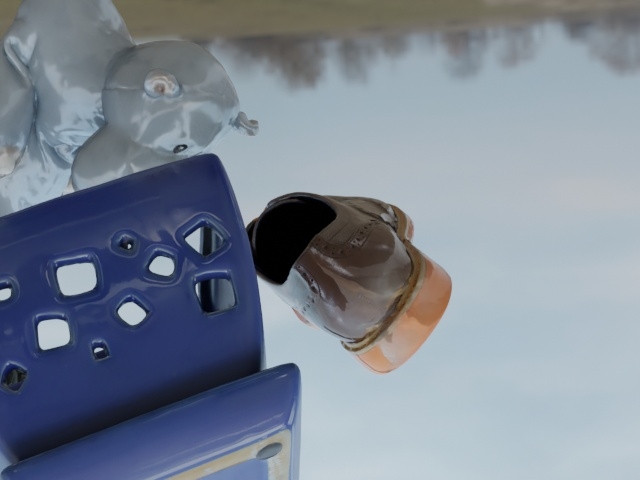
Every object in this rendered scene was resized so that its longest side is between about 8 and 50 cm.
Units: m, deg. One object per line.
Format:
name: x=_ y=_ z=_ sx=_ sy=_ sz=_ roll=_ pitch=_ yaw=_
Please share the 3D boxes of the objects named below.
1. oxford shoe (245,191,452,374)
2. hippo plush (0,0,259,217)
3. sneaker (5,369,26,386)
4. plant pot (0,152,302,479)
oxford shoe: x=0.000 y=0.000 z=1.566 sx=0.133 sy=0.130 sz=0.364 roll=37 pitch=178 yaw=-17
hippo plush: x=-0.163 y=-0.119 z=1.660 sx=0.236 sy=0.294 sz=0.234 roll=26 pitch=-177 yaw=30
sneaker: x=-0.357 y=0.047 z=1.723 sx=0.130 sy=0.286 sz=0.109 roll=-25 pitch=151 yaw=29
plant pot: x=-0.137 y=0.113 z=1.279 sx=0.236 sy=0.212 sz=0.236 roll=-20 pitch=150 yaw=-15
